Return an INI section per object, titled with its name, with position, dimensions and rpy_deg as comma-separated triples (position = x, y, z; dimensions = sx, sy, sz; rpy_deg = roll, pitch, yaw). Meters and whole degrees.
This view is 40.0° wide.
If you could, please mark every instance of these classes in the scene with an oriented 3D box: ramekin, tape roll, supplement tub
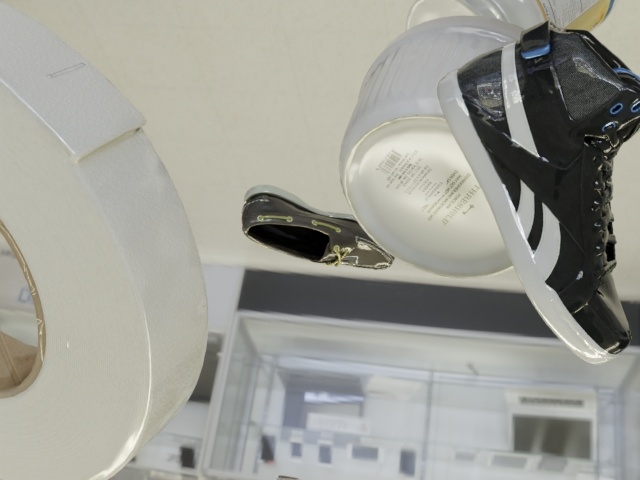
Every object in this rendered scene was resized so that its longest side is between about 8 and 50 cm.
[ramekin]
position = 0.113, -0.063, 0.712
dimensions = 0.207, 0.109, 0.207
rpy_deg = 17, 138, 16
[tape roll]
position = -0.258, 0.011, 0.656
dimensions = 0.392, 0.072, 0.392
rpy_deg = 15, 122, 26
[supplement tub]
position = 0.198, -0.240, 0.902
dimensions = 0.144, 0.199, 0.144
rpy_deg = 38, 151, 26

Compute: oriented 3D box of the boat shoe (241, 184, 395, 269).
[boat shoe]
position = 0.000, 0.000, 1.179
dimensions = 0.227, 0.069, 0.081
rpy_deg = 20, 137, -16

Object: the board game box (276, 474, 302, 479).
[board game box]
position = -0.020, 0.412, 0.852
dimensions = 0.193, 0.305, 0.053
rpy_deg = 35, 154, -19

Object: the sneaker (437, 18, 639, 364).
[sneaker]
position = 0.171, -0.035, 0.551
dimensions = 0.121, 0.217, 0.079
rpy_deg = -29, 179, 30
